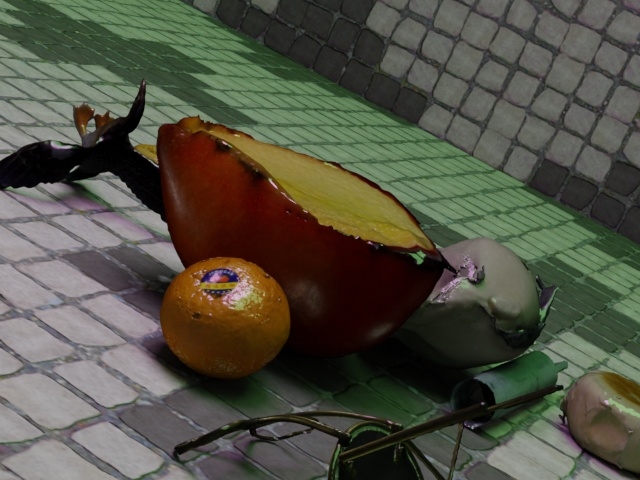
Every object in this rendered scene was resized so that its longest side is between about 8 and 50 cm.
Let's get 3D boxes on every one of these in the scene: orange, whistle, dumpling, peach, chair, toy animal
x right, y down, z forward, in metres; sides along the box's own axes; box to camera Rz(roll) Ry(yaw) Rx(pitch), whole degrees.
[{"bbox_3d":[-0.096,0.082,1.384,0.135,0.117,0.135,-6,43,6],"label":"orange"},{"bbox_3d":[0.244,0.181,1.707,0.062,0.062,0.312,31,16,22],"label":"whistle"},{"bbox_3d":[0.182,0.101,1.696,0.163,0.204,0.293,47,19,17],"label":"dumpling"},{"bbox_3d":[-0.049,0.011,1.534,0.361,0.201,0.258,26,16,-9],"label":"peach"},{"bbox_3d":[0.051,0.212,1.148,0.325,0.170,0.160,-18,-9,35],"label":"chair"},{"bbox_3d":[-0.276,-0.126,1.703,0.272,0.197,0.160,11,16,-30],"label":"toy animal"}]

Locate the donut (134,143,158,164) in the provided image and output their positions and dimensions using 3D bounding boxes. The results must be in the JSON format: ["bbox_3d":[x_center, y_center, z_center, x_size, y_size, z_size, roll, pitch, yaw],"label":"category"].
[{"bbox_3d":[-0.233,-0.108,1.977,0.108,0.043,0.097,21,14,0],"label":"donut"}]

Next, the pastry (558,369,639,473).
[{"bbox_3d":[0.386,0.233,1.714,0.165,0.088,0.166,25,16,-7],"label":"pastry"}]
